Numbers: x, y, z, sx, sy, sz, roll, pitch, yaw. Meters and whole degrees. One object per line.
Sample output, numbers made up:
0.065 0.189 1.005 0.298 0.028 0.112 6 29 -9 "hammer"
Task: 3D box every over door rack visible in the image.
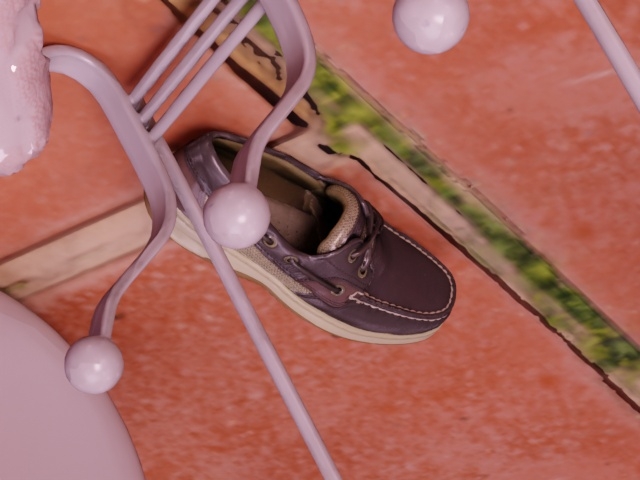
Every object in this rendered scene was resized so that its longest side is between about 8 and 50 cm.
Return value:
0.027 0.012 0.620 0.108 0.324 0.239 -30 170 -44 "over door rack"

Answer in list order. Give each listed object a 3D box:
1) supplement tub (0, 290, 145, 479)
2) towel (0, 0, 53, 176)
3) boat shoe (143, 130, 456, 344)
-0.255 0.174 0.890 0.235 0.235 0.325 23 139 -28 "supplement tub"
-0.244 -0.161 0.473 0.317 0.053 0.331 0 127 10 "towel"
0.000 0.000 0.791 0.152 0.056 0.049 22 144 -27 "boat shoe"
